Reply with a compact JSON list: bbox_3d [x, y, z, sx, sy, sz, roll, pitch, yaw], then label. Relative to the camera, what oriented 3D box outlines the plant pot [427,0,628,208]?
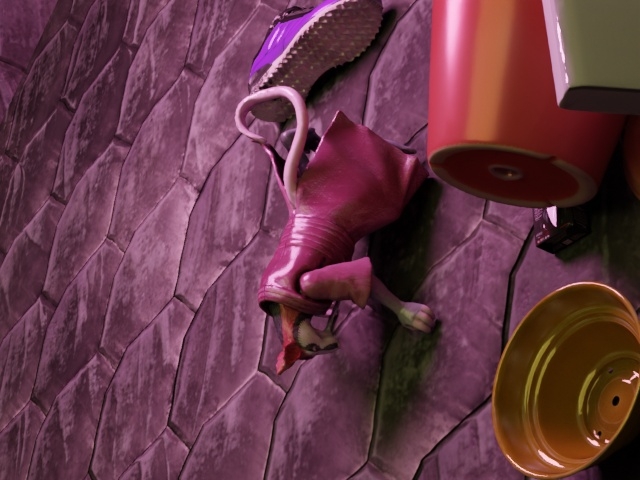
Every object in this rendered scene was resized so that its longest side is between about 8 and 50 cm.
[{"bbox_3d":[0.238,-0.182,1.757,0.275,0.275,0.243,-8,64,54],"label":"plant pot"}]

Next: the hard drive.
[{"bbox_3d":[0.342,-0.288,1.624,0.047,0.233,0.353,111,159,-59],"label":"hard drive"}]

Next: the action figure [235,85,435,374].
[{"bbox_3d":[0.000,0.000,2.021,0.248,0.275,0.370,-16,44,44],"label":"action figure"}]

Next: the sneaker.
[{"bbox_3d":[-0.020,-0.321,2.390,0.293,0.102,0.146,-39,40,37],"label":"sneaker"}]

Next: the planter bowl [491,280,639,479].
[{"bbox_3d":[0.288,0.160,1.639,0.217,0.090,0.217,-34,43,40],"label":"planter bowl"}]

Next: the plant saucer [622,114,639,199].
[{"bbox_3d":[0.404,-0.127,1.702,0.200,0.037,0.200,-34,44,40],"label":"plant saucer"}]

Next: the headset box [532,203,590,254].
[{"bbox_3d":[0.283,-0.035,1.827,0.062,0.032,0.083,-33,46,42],"label":"headset box"}]
